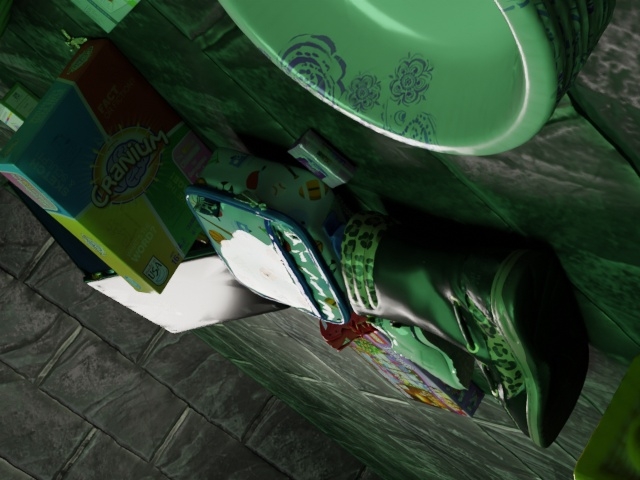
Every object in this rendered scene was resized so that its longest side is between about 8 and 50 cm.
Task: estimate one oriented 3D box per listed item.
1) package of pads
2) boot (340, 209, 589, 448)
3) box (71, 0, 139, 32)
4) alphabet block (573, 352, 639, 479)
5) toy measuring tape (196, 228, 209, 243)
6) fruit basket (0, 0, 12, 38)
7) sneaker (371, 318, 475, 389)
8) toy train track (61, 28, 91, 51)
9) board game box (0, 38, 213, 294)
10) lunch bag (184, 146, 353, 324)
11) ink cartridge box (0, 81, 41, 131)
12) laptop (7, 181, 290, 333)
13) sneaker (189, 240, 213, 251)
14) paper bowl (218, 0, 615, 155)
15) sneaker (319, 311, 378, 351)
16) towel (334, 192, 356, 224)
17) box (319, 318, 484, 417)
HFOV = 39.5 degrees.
[{"bbox_3d":[0.002,-0.104,1.153,0.083,0.032,0.050,39,161,-13],"label":"package of pads"},{"bbox_3d":[0.195,0.115,1.200,0.284,0.138,0.377,20,154,36],"label":"boot"},{"bbox_3d":[-0.276,-0.329,1.059,0.145,0.038,0.186,41,161,-20],"label":"box"},{"bbox_3d":[0.455,0.278,1.067,0.192,0.193,0.197,10,150,51],"label":"alphabet block"},{"bbox_3d":[-0.217,-0.040,1.613,0.330,0.121,0.121,22,160,12],"label":"toy measuring tape"},{"bbox_3d":[-0.602,-0.269,1.270,0.283,0.392,0.392,39,162,-14],"label":"fruit basket"},{"bbox_3d":[0.170,0.164,1.405,0.095,0.090,0.235,-10,140,31],"label":"sneaker"},{"bbox_3d":[-0.369,-0.298,1.349,0.083,0.014,0.048,10,151,52],"label":"toy train track"},{"bbox_3d":[-0.297,-0.104,1.344,0.064,0.242,0.316,5,148,43],"label":"board game box"},{"bbox_3d":[-0.054,-0.003,1.315,0.243,0.115,0.303,21,156,32],"label":"lunch bag"},{"bbox_3d":[-0.553,-0.221,1.810,0.209,0.062,0.109,40,161,-18],"label":"ink cartridge box"},{"bbox_3d":[-0.315,0.016,1.717,0.408,0.236,0.382,-13,159,11],"label":"laptop"},{"bbox_3d":[-0.289,0.003,1.889,0.121,0.111,0.300,22,166,11],"label":"sneaker"},{"bbox_3d":[0.060,-0.199,0.601,0.284,0.148,0.284,31,162,11],"label":"paper bowl"},{"bbox_3d":[0.086,0.145,1.497,0.087,0.128,0.221,46,160,-31],"label":"sneaker"},{"bbox_3d":[0.000,0.000,1.446,0.243,0.040,0.336,47,158,-28],"label":"towel"},{"bbox_3d":[0.150,0.219,1.696,0.293,0.057,0.201,43,160,-26],"label":"box"}]
